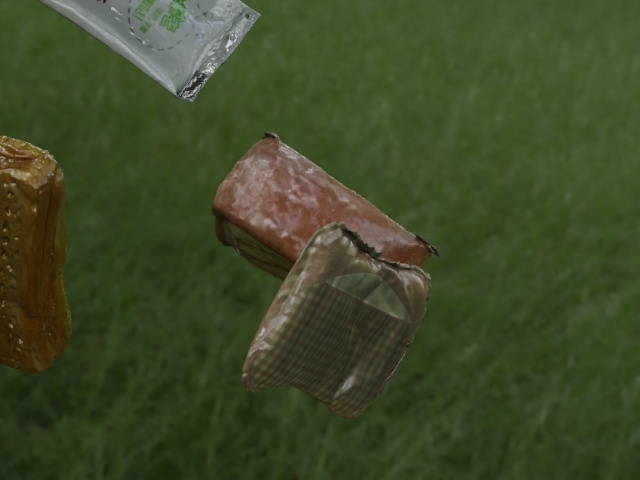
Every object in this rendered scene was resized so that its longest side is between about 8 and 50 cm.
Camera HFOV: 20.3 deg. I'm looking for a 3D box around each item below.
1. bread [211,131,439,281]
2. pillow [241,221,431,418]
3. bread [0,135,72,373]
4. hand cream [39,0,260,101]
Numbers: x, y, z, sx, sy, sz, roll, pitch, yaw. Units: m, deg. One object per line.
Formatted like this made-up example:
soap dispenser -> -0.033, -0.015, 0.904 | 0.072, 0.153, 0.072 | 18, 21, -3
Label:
bread -> -0.002, -0.005, 1.897 | 0.244, 0.123, 0.190 | 30, -14, 25
pillow -> 0.017, 0.062, 1.313 | 0.034, 0.135, 0.211 | 27, 1, 29
bread -> -0.316, 0.011, 1.768 | 0.139, 0.271, 0.077 | 17, 44, 16
hand cream -> -0.222, -0.258, 1.621 | 0.336, 0.121, 0.076 | 34, -24, -5
